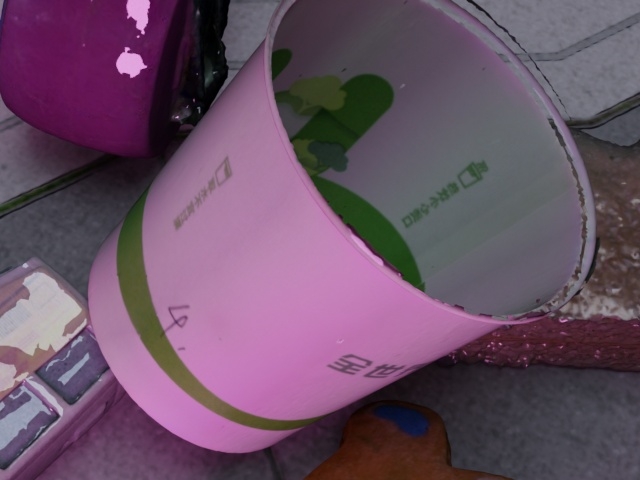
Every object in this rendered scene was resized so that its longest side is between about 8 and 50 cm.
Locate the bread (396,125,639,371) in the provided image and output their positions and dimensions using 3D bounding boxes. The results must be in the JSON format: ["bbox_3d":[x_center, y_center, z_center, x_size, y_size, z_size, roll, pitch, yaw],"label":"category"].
[{"bbox_3d":[0.218,0.007,1.337,0.337,0.102,0.183,4,56,-3],"label":"bread"}]

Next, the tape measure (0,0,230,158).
[{"bbox_3d":[-0.131,-0.184,1.317,0.149,0.245,0.232,17,43,3],"label":"tape measure"}]

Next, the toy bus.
[{"bbox_3d":[-0.275,0.156,1.189,0.138,0.097,0.342,40,61,8],"label":"toy bus"}]

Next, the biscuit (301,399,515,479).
[{"bbox_3d":[-0.009,0.225,1.167,0.324,0.049,0.205,-34,46,-22],"label":"biscuit"}]

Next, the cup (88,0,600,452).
[{"bbox_3d":[0.000,0.000,1.182,0.253,0.274,0.253,24,46,-27],"label":"cup"}]
